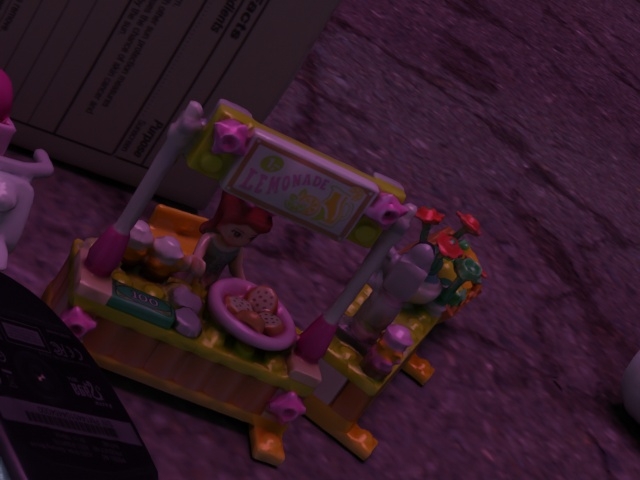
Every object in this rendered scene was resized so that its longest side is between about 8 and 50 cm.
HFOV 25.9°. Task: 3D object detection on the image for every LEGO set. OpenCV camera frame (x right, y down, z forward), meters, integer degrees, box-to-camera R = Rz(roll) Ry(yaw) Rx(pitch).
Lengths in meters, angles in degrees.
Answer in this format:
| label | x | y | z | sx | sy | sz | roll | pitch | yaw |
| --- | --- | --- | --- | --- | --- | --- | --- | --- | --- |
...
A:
| label | x | y | z | sx | sy | sz | roll | pitch | yaw |
| --- | --- | --- | --- | --- | --- | --- | --- | --- | --- |
| LEGO set | 0.000 | 0.000 | 0.518 | 0.287 | 0.107 | 0.132 | 11 | 33 | -42 |

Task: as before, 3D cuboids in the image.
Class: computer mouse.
| label | x | y | z | sx | sy | sz | roll | pitch | yaw |
| --- | --- | --- | --- | --- | --- | --- | --- | --- | --- |
| computer mouse | -0.057 | 0.101 | 0.355 | 0.071 | 0.041 | 0.242 | 29 | 23 | -55 |

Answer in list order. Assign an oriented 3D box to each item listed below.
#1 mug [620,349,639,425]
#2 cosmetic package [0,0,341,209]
| label | x | y | z | sx | sy | sz | roll | pitch | yaw |
| --- | --- | --- | --- | --- | --- | --- | --- | --- | --- |
| mug | 0.179 | 0.083 | 0.673 | 0.062 | 0.078 | 0.064 | -32 | 54 | -29 |
| cosmetic package | -0.148 | -0.143 | 0.548 | 0.296 | 0.153 | 0.129 | 21 | 28 | -30 |
